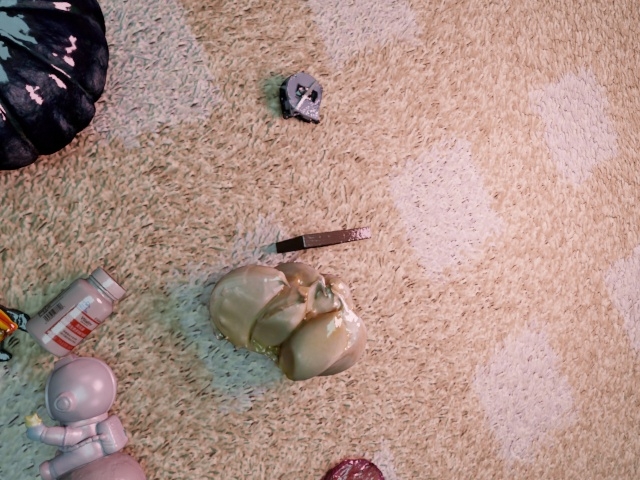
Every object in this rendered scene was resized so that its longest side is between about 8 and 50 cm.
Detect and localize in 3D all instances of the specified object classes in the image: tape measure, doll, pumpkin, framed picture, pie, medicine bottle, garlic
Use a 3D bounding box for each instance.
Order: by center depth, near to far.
[{"bbox_3d":[-0.486,-0.277,0.659,0.363,0.266,0.364,1,87,-22],"label":"pumpkin"},{"bbox_3d":[-0.358,0.318,0.735,0.150,0.151,0.288,-10,87,-21],"label":"doll"},{"bbox_3d":[-0.391,0.112,0.767,0.140,0.079,0.079,-46,102,-18],"label":"medicine bottle"},{"bbox_3d":[-0.038,0.123,0.845,0.281,0.203,0.185,37,34,0],"label":"garlic"},{"bbox_3d":[0.000,0.000,0.876,0.127,0.168,0.023,-8,88,-21],"label":"framed picture"},{"bbox_3d":[0.065,0.506,0.935,0.154,0.036,0.155,2,86,-21],"label":"pie"},{"bbox_3d":[-0.040,-0.284,0.943,0.091,0.054,0.094,2,88,-27],"label":"tape measure"}]

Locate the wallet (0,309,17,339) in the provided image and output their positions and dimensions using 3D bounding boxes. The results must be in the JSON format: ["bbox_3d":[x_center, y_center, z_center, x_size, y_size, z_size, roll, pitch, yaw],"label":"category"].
[{"bbox_3d":[-0.585,0.092,0.684,0.141,0.067,0.241,-43,96,-2],"label":"wallet"}]

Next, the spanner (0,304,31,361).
[{"bbox_3d":[-0.566,0.049,0.738,0.087,0.024,0.316,-34,97,-21],"label":"spanner"}]
